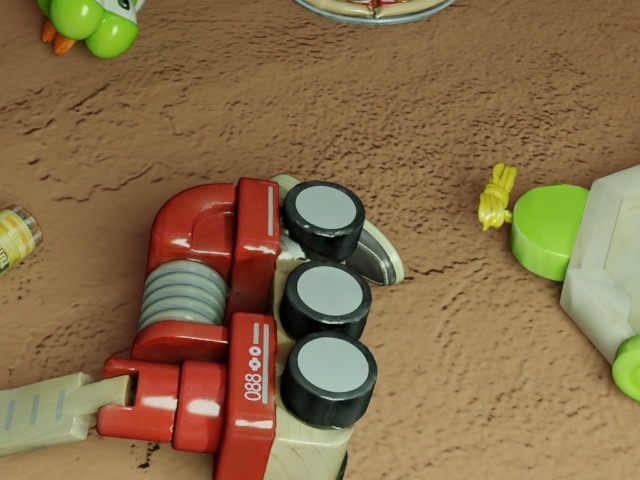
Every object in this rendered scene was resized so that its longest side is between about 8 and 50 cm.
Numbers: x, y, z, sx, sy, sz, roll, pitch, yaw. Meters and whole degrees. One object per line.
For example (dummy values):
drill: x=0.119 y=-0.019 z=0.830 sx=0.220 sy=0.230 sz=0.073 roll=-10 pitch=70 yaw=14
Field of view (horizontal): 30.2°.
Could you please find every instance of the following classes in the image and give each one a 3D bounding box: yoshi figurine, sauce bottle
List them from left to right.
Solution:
sauce bottle: x=-0.267 y=0.022 z=0.892 sx=0.042 sy=0.042 sz=0.128 roll=27 pitch=51 yaw=25
yoshi figurine: x=-0.200 y=-0.330 z=1.158 sx=0.203 sy=0.203 sz=0.362 roll=-4 pitch=46 yaw=-14

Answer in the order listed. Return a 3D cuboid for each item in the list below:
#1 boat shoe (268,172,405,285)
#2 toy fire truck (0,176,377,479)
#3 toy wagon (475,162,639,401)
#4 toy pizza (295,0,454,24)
boat shoe: x=0.000 y=0.000 z=0.916 sx=0.049 sy=0.056 sz=0.152 roll=-36 pitch=45 yaw=-26
toy fire truck: x=-0.102 y=0.069 z=0.790 sx=0.246 sy=0.159 sz=0.217 roll=7 pitch=43 yaw=-9
toy wagon: x=0.285 y=0.018 z=0.889 sx=0.344 sy=0.068 sz=0.267 roll=14 pitch=45 yaw=14
toy pizza: x=0.054 y=-0.289 z=1.230 sx=0.201 sy=0.032 sz=0.201 roll=1 pitch=44 yaw=-1
